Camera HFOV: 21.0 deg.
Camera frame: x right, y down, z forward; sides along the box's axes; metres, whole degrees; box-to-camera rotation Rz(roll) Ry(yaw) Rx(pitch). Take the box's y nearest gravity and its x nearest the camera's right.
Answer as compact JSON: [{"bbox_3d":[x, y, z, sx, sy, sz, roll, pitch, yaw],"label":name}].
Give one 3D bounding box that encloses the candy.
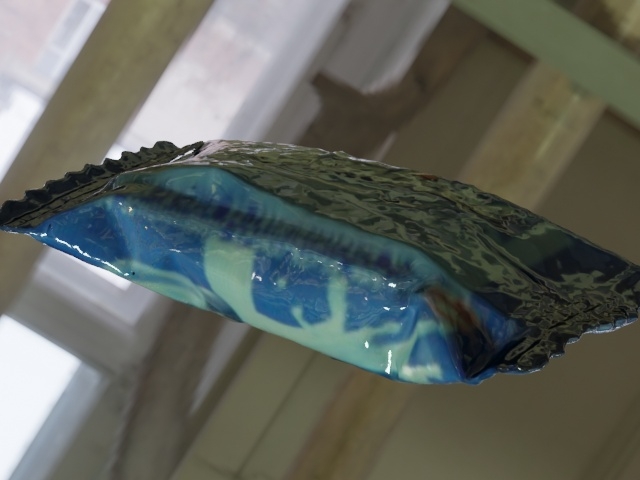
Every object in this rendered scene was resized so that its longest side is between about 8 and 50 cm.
[{"bbox_3d":[0.000,0.000,0.899,0.331,0.077,0.187,18,-157,26],"label":"candy"}]
